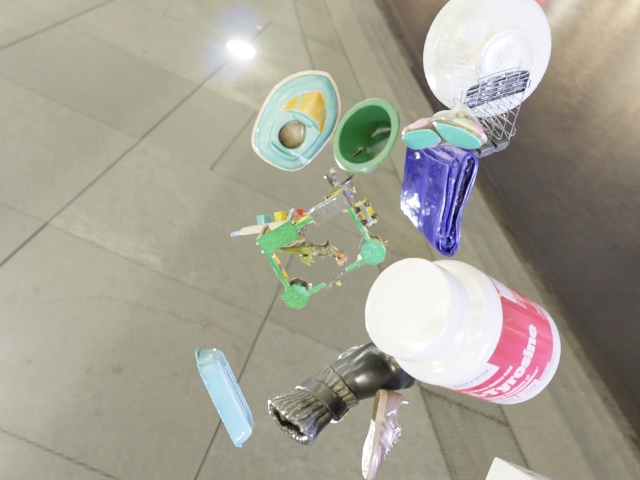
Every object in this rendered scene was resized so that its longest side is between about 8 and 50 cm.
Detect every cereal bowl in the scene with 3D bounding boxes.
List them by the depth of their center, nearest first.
[{"bbox_3d":[0.441,-0.471,1.807,0.338,0.339,0.141,12,21,-21],"label":"cereal bowl"}]

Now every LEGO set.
[{"bbox_3d":[0.000,0.000,1.784,0.255,0.331,0.192,50,10,-9],"label":"LEGO set"}]

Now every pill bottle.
[{"bbox_3d":[0.271,0.170,1.342,0.407,0.229,0.229,25,22,-46],"label":"pill bottle"}]

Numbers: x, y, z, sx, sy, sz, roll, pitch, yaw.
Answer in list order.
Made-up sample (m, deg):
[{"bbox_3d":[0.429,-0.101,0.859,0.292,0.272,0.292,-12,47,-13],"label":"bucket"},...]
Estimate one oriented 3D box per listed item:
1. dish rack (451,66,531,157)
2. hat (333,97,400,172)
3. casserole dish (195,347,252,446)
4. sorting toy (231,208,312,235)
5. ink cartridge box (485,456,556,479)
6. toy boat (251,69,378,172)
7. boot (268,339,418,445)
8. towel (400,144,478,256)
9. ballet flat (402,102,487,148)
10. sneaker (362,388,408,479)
[{"bbox_3d":[0.393,-0.304,1.722,0.208,0.272,0.074,-21,55,-19],"label":"dish rack"},{"bbox_3d":[0.148,-0.218,1.649,0.172,0.209,0.183,-2,-21,35],"label":"hat"},{"bbox_3d":[-0.160,0.264,1.223,0.114,0.037,0.188,-132,-163,-81],"label":"casserole dish"},{"bbox_3d":[-0.121,-0.066,2.161,0.347,0.047,0.196,-8,7,42],"label":"sorting toy"},{"bbox_3d":[0.490,0.626,1.524,0.198,0.197,0.270,25,-6,-21],"label":"ink cartridge box"},{"bbox_3d":[0.003,-0.269,1.774,0.318,0.268,0.148,25,17,-17],"label":"toy boat"},{"bbox_3d":[0.050,0.324,1.538,0.260,0.348,0.131,-27,83,-29],"label":"boot"},{"bbox_3d":[0.245,-0.120,1.584,0.076,0.228,0.308,7,18,-12],"label":"towel"},{"bbox_3d":[0.238,-0.215,1.330,0.077,0.079,0.221,43,-16,-24],"label":"ballet flat"},{"bbox_3d":[0.137,0.409,1.483,0.071,0.189,0.066,12,-3,-7],"label":"sneaker"}]
